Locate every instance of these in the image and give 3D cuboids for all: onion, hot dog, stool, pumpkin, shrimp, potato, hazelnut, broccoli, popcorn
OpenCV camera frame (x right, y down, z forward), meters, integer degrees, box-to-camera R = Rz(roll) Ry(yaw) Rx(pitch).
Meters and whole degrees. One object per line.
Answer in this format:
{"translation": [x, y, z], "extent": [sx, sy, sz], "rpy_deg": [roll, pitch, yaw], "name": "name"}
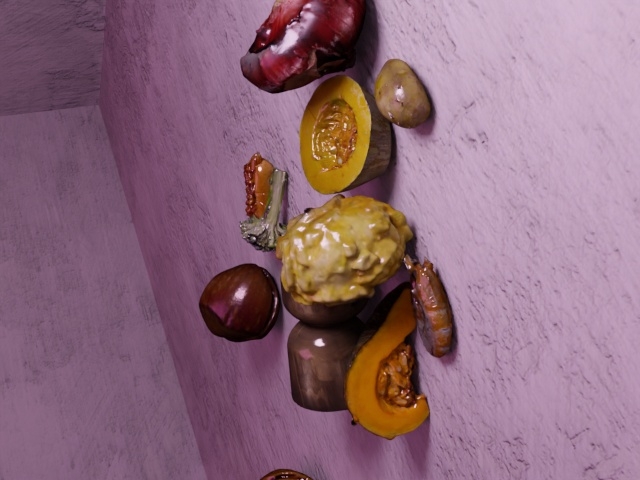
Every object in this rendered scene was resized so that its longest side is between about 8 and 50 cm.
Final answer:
{"translation": [-0.014, -0.361, 1.501], "extent": [0.272, 0.195, 0.272], "rpy_deg": [-43, 25, 26], "name": "onion"}
{"translation": [-0.154, -0.105, 2.096], "extent": [0.102, 0.076, 0.249], "rpy_deg": [-138, 41, -60], "name": "hot dog"}
{"translation": [0.017, 0.192, 1.700], "extent": [0.179, 0.179, 0.264], "rpy_deg": [-151, 53, -61], "name": "stool"}
{"translation": [0.094, 0.223, 1.553], "extent": [0.111, 0.162, 0.279], "rpy_deg": [-173, 74, -65], "name": "pumpkin"}
{"translation": [0.177, 0.112, 1.447], "extent": [0.132, 0.051, 0.188], "rpy_deg": [8, 110, 66], "name": "shrimp"}
{"translation": [0.128, -0.241, 1.372], "extent": [0.092, 0.070, 0.138], "rpy_deg": [101, 149, -41], "name": "potato"}
{"translation": [-0.215, 0.159, 2.200], "extent": [0.234, 0.217, 0.218], "rpy_deg": [151, 107, -66], "name": "hazelnut"}
{"translation": [-0.117, -0.073, 2.003], "extent": [0.122, 0.118, 0.204], "rpy_deg": [33, 111, 48], "name": "broccoli"}
{"translation": [0.027, 0.004, 1.495], "extent": [0.266, 0.233, 0.192], "rpy_deg": [4, 131, 46], "name": "popcorn"}
{"translation": [0.059, -0.187, 1.529], "extent": [0.217, 0.110, 0.218], "rpy_deg": [-17, 70, 58], "name": "pumpkin"}

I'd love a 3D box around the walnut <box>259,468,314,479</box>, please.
{"translation": [-0.094, 0.693, 2.171], "extent": [0.336, 0.208, 0.209], "rpy_deg": [160, 98, -68], "name": "walnut"}
